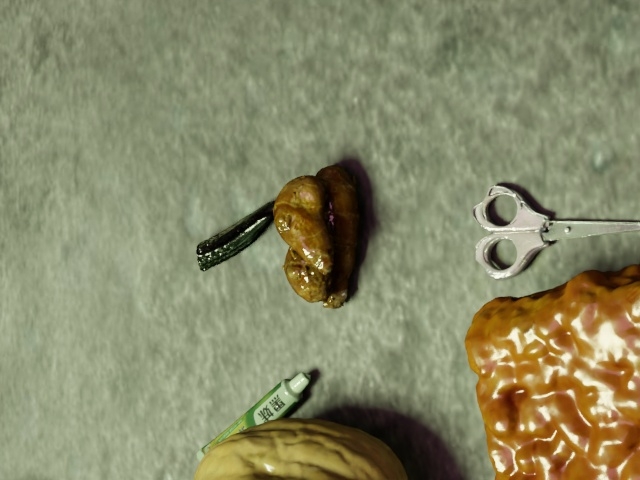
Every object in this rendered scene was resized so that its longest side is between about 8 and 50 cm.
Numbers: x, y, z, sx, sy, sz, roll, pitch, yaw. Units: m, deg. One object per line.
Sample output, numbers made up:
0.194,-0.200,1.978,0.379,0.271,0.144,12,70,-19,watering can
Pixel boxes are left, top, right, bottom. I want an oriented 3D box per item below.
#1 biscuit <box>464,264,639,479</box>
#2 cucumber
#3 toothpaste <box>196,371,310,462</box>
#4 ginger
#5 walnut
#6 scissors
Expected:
0.280,0.180,1.175,0.318,0.111,0.312,-16,81,38,biscuit
-0.098,-0.002,1.523,0.135,0.033,0.034,-27,118,31,cucumber
-0.077,0.217,1.530,0.204,0.031,0.049,-45,71,30,toothpaste
0.000,0.000,1.420,0.073,0.103,0.162,1,97,42,ginger
-0.020,0.301,1.398,0.261,0.225,0.224,-6,91,27,walnut
0.242,-0.010,1.318,0.189,0.015,0.100,-2,91,31,scissors
